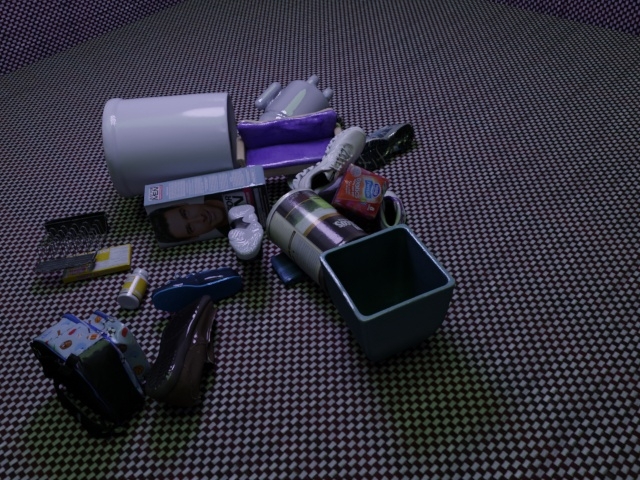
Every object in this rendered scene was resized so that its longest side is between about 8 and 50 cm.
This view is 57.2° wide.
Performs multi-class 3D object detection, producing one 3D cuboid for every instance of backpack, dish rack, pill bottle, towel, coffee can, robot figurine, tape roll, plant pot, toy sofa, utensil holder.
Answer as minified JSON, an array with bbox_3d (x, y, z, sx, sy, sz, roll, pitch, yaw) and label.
[{"bbox_3d":[-0.559,0.292,1.422,0.263,0.277,0.213,14,41,30],"label":"backpack"},{"bbox_3d":[-0.793,0.008,1.860,0.208,0.074,0.272,-11,29,-2],"label":"dish rack"},{"bbox_3d":[-0.544,0.139,1.718,0.065,0.065,0.116,1,43,9],"label":"pill bottle"},{"bbox_3d":[-0.100,0.084,1.747,0.067,0.029,0.119,-22,45,-16],"label":"towel"},{"bbox_3d":[0.000,0.000,1.688,0.201,0.202,0.275,-31,50,-24],"label":"coffee can"},{"bbox_3d":[-0.097,-0.447,2.172,0.300,0.199,0.354,40,70,-7],"label":"robot figurine"},{"bbox_3d":[-0.004,-0.195,2.007,0.219,0.072,0.219,-4,42,3],"label":"tape roll"},{"bbox_3d":[0.163,0.157,1.467,0.247,0.252,0.247,-20,43,-14],"label":"plant pot"},{"bbox_3d":[-0.100,-0.310,1.962,0.362,0.177,0.150,-8,41,-2],"label":"toy sofa"},{"bbox_3d":[-0.478,-0.320,1.952,0.384,0.328,0.328,-5,42,-2],"label":"utensil holder"}]

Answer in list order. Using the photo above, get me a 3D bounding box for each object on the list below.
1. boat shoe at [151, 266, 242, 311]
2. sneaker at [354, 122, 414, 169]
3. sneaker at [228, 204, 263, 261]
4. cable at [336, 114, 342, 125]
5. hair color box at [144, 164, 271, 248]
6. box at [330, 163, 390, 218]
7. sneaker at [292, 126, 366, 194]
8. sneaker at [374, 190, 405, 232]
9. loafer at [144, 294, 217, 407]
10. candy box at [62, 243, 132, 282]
[{"bbox_3d":[-0.357,0.140,1.685,0.258,0.109,0.089,-8,32,-25],"label":"boat shoe"},{"bbox_3d":[0.207,-0.343,2.140,0.282,0.110,0.122,-28,29,-25],"label":"sneaker"},{"bbox_3d":[-0.213,0.012,1.742,0.101,0.153,0.269,-11,33,-5],"label":"sneaker"},{"bbox_3d":[-0.058,-0.459,2.303,0.286,0.072,0.140,0,48,7],"label":"cable"},{"bbox_3d":[-0.350,-0.107,1.872,0.374,0.186,0.114,-11,43,-4],"label":"hair color box"},{"bbox_3d":[0.111,-0.133,1.762,0.128,0.257,0.123,23,86,-2],"label":"box"},{"bbox_3d":[0.043,-0.237,1.845,0.292,0.110,0.118,-47,18,-1],"label":"sneaker"},{"bbox_3d":[0.217,-0.099,1.808,0.102,0.161,0.282,-4,42,2],"label":"sneaker"},{"bbox_3d":[-0.338,0.288,1.510,0.133,0.130,0.366,-30,25,25],"label":"loafer"},{"bbox_3d":[-0.697,0.071,1.840,0.205,0.027,0.105,-12,42,-6],"label":"candy box"}]
